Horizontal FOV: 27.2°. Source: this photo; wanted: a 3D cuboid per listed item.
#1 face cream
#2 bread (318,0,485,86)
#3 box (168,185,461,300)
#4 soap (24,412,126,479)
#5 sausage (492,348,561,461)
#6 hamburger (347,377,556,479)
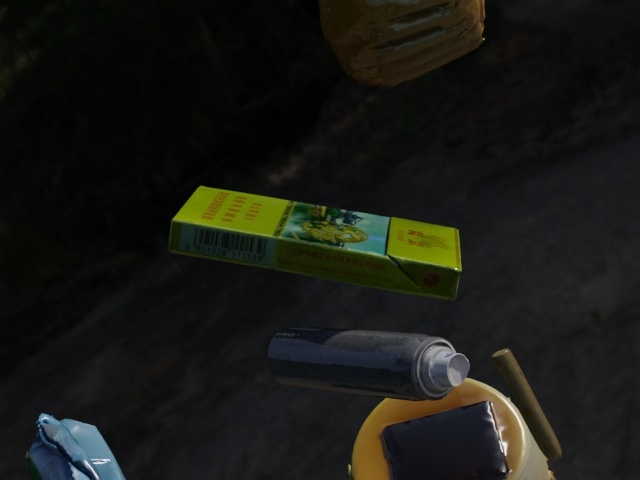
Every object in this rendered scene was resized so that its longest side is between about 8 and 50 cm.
[{"bbox_3d":[0.052,0.136,1.473,0.283,0.073,0.073,-1,33,51],"label":"face cream"},{"bbox_3d":[0.072,-0.244,1.099,0.139,0.240,0.240,4,22,10],"label":"bread"},{"bbox_3d":[0.000,0.000,1.581,0.335,0.047,0.187,10,15,2],"label":"box"},{"bbox_3d":[-0.226,0.315,1.304,0.077,0.293,0.156,-13,25,-23],"label":"soap"},{"bbox_3d":[0.223,0.178,1.425,0.024,0.132,0.024,-28,3,2],"label":"sausage"},{"bbox_3d":[0.177,0.327,1.819,0.276,0.179,0.294,-19,48,6],"label":"hamburger"}]
